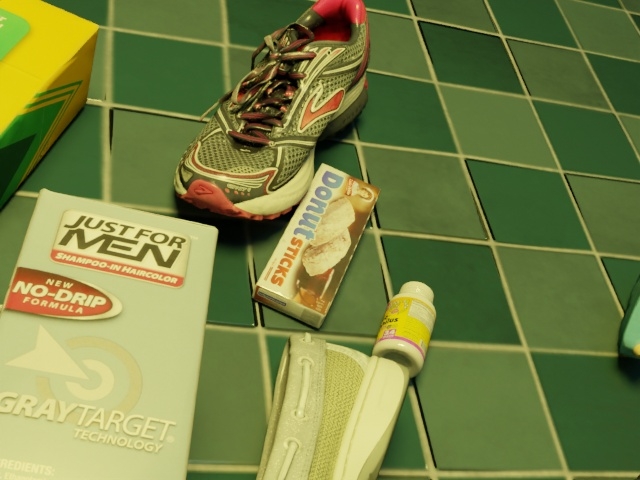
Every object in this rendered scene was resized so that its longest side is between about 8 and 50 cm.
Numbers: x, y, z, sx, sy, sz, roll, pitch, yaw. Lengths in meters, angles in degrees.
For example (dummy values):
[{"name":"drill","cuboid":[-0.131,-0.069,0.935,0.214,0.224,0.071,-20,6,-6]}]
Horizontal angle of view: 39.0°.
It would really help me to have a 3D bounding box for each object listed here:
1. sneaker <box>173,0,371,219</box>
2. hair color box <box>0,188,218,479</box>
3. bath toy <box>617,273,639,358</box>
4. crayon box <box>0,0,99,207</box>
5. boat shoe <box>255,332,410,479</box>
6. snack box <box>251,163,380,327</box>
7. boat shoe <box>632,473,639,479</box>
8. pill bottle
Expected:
[{"name":"sneaker","cuboid":[-0.042,-0.130,0.842,0.121,0.112,0.299,19,45,13]},{"name":"hair color box","cuboid":[-0.141,0.174,0.477,0.113,0.185,0.374,12,46,-12]},{"name":"bath toy","cuboid":[0.443,0.133,0.816,0.348,0.151,0.129,36,10,11]},{"name":"crayon box","cuboid":[-0.409,-0.127,0.699,0.363,0.106,0.313,24,43,-2]},{"name":"boat shoe","cuboid":[-0.031,0.178,0.578,0.103,0.118,0.320,24,40,7]},{"name":"snack box","cuboid":[0.000,0.000,0.814,0.064,0.022,0.178,24,44,2]},{"name":"boat shoe","cuboid":[0.295,0.252,0.677,0.083,0.065,0.183,-22,60,-35]},{"name":"pill bottle","cuboid":[0.073,0.074,0.763,0.043,0.043,0.083,24,44,-1]}]
